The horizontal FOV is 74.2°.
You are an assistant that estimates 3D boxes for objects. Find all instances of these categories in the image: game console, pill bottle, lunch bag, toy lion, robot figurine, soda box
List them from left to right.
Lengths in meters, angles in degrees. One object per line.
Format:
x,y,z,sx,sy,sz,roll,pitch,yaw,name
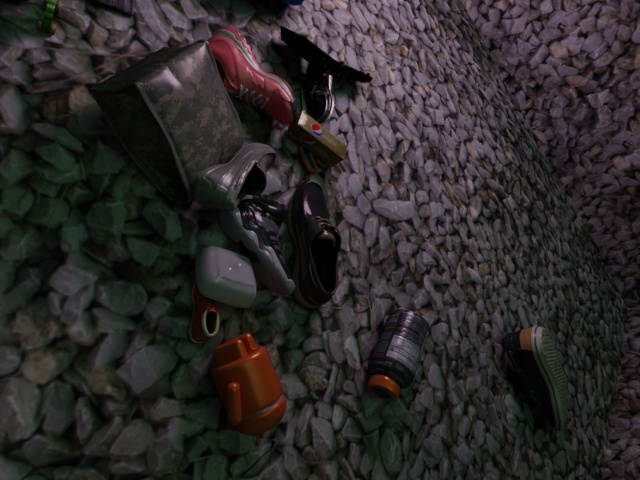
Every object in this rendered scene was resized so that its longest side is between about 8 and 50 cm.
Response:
-0.553,-0.481,0.870,0.034,0.096,0.100,15,65,-36,toy lion
-0.308,-0.253,0.937,0.235,0.169,0.287,-59,143,-40,lunch bag
-0.151,0.313,0.900,0.128,0.158,0.219,-22,89,-20,robot figurine
-0.008,-0.298,1.255,0.181,0.061,0.058,31,56,-28,soda box
0.036,-0.586,1.381,0.213,0.044,0.361,47,30,24,game console
0.215,0.325,1.198,0.130,0.130,0.245,46,51,-18,pill bottle

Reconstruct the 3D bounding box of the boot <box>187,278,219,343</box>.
-0.242,0.139,0.916,0.059,0.085,0.157,13,64,-33,boot

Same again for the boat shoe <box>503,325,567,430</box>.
0.842,0.532,1.636,0.500,0.156,0.187,60,42,-22,boat shoe

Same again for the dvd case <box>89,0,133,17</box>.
-0.550,-0.631,0.979,0.221,0.018,0.164,6,72,-39,dvd case

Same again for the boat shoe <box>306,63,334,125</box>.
-0.009,-0.457,1.322,0.079,0.084,0.233,20,55,-37,boat shoe

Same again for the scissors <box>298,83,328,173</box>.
-0.047,-0.347,1.292,0.109,0.021,0.297,-15,86,-40,scissors

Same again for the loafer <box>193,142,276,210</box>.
-0.176,-0.150,1.013,0.112,0.112,0.319,26,35,7,loafer

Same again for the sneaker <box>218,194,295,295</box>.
-0.120,-0.002,1.054,0.153,0.101,0.268,-41,99,-38,sneaker

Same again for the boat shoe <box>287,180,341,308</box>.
0.000,0.000,1.134,0.132,0.130,0.355,8,70,-38,boat shoe

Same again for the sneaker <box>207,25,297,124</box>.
-0.201,-0.419,1.151,0.314,0.116,0.136,45,61,-10,sneaker

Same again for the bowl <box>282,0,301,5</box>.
-0.171,-0.888,1.284,0.391,0.077,0.391,31,41,-31,bowl

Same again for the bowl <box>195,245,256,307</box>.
-0.204,0.074,0.950,0.142,0.053,0.142,25,29,-36,bowl
